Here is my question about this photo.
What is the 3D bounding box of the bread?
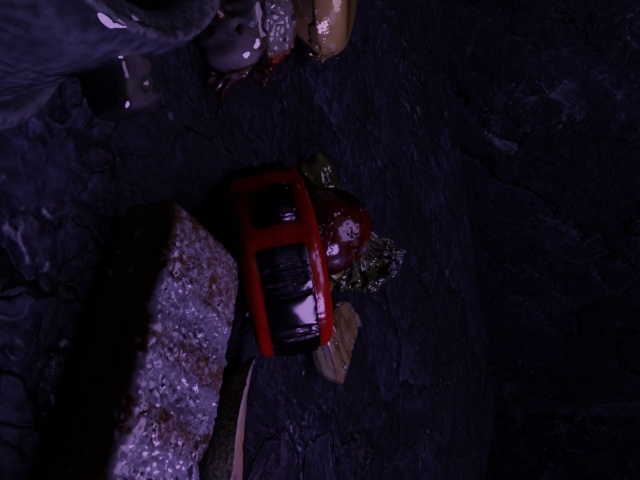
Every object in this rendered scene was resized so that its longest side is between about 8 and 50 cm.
[{"bbox_3d":[-0.181,0.174,0.689,0.165,0.113,0.416,55,37,-55],"label":"bread"}]

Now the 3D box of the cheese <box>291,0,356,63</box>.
[{"bbox_3d":[0.002,-0.481,1.206,0.259,0.128,0.315,15,75,-69],"label":"cheese"}]

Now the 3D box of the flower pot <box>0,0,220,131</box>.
[{"bbox_3d":[-0.224,-0.200,0.422,0.299,0.283,0.299,-7,90,-69],"label":"flower pot"}]

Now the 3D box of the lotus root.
[{"bbox_3d":[0.015,0.167,1.223,0.144,0.070,0.143,70,33,-43],"label":"lotus root"}]

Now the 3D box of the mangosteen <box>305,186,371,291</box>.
[{"bbox_3d":[0.000,0.000,1.117,0.166,0.166,0.180,-46,155,-61],"label":"mangosteen"}]

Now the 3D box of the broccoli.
[{"bbox_3d":[0.048,-0.035,1.277,0.304,0.146,0.165,58,29,-28],"label":"broccoli"}]

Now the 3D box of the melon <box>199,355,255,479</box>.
[{"bbox_3d":[-0.117,0.243,0.916,0.098,0.054,0.182,50,43,-65],"label":"melon"}]

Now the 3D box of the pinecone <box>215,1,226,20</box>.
[{"bbox_3d":[-0.140,-0.349,0.697,0.264,0.264,0.264,-3,90,-68],"label":"pinecone"}]

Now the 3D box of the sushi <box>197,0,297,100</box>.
[{"bbox_3d":[-0.110,-0.366,0.922,0.130,0.124,0.332,-17,102,-57],"label":"sushi"}]

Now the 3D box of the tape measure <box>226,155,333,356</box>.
[{"bbox_3d":[-0.059,0.028,0.910,0.260,0.114,0.253,-117,-163,-73],"label":"tape measure"}]
